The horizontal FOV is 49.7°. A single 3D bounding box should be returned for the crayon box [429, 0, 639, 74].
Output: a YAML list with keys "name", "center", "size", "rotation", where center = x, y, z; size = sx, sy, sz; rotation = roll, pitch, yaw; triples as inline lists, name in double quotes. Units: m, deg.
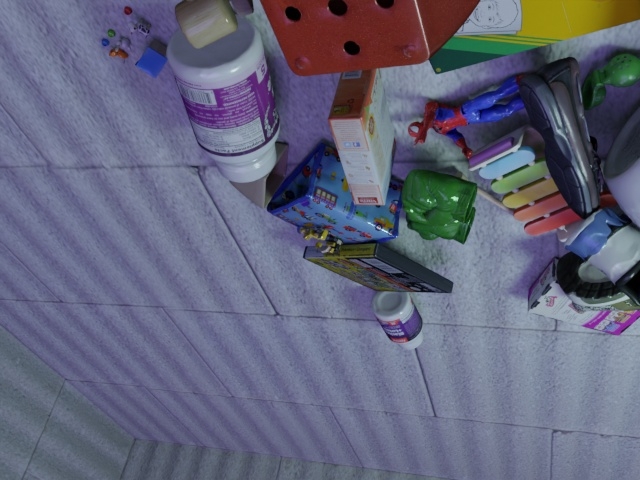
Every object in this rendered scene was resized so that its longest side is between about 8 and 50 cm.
- name: "crayon box"
  center: [0.244, -0.429, 0.943]
  size: [0.313, 0.106, 0.363]
  rotation: [-9, 139, 30]

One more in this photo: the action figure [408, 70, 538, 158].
- name: "action figure"
  center: [0.275, -0.207, 1.229]
  size: [0.280, 0.139, 0.091]
  rotation: [-10, 137, 35]

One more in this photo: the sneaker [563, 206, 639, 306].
- name: "sneaker"
  center: [0.589, 0.033, 1.275]
  size: [0.315, 0.182, 0.127]
  rotation: [-10, 145, -45]

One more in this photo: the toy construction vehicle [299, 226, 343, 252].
- name: "toy construction vehicle"
  center: [0.000, 0.000, 1.536]
  size: [0.085, 0.035, 0.098]
  rotation: [28, 165, -36]

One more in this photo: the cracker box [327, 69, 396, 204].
- name: "cracker box"
  center: [0.083, -0.197, 1.288]
  size: [0.067, 0.156, 0.232]
  rotation: [1, 143, 19]

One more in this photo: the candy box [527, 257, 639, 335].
- name: "candy box"
  center: [0.630, 0.135, 1.634]
  size: [0.233, 0.071, 0.159]
  rotation: [14, 146, -1]

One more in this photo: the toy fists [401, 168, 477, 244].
- name: "toy fists"
  center: [0.238, -0.064, 1.423]
  size: [0.142, 0.096, 0.279]
  rotation: [21, 170, 16]

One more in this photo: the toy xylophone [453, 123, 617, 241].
- name: "toy xylophone"
  center: [0.410, -0.102, 1.359]
  size: [0.322, 0.081, 0.236]
  rotation: [26, 145, -22]

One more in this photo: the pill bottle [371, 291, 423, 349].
- name: "pill bottle"
  center: [0.215, 0.213, 1.863]
  size: [0.108, 0.108, 0.193]
  rotation: [-4, 141, 25]

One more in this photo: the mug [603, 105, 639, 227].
- name: "mug"
  center: [0.673, -0.130, 1.103]
  size: [0.328, 0.276, 0.374]
  rotation: [27, 119, -2]

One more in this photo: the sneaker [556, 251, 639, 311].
- name: "sneaker"
  center: [0.713, 0.083, 1.462]
  size: [0.410, 0.158, 0.182]
  rotation: [-4, 151, 17]

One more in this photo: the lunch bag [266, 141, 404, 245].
- name: "lunch bag"
  center: [0.018, -0.062, 1.548]
  size: [0.220, 0.138, 0.293]
  rotation: [24, 154, -19]

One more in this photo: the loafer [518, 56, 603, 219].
- name: "loafer"
  center: [0.430, -0.166, 1.162]
  size: [0.095, 0.109, 0.303]
  rotation: [-33, 122, 2]

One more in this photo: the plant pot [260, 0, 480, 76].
- name: "plant pot"
  center: [0.049, -0.348, 0.832]
  size: [0.267, 0.236, 0.267]
  rotation: [0, 142, 24]

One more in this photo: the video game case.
- name: "video game case"
  center: [0.137, 0.069, 1.654]
  size: [0.274, 0.035, 0.248]
  rotation: [25, 161, -37]

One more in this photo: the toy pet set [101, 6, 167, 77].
- name: "toy pet set"
  center: [-0.353, -0.355, 1.304]
  size: [0.114, 0.065, 0.122]
  rotation: [32, 142, -24]

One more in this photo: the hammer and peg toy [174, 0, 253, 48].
- name: "hammer and peg toy"
  center: [-0.146, -0.430, 0.877]
  size: [0.127, 0.361, 0.266]
  rotation: [-18, 137, 9]

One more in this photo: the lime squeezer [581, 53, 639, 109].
- name: "lime squeezer"
  center: [0.490, -0.259, 1.161]
  size: [0.109, 0.059, 0.310]
  rotation: [-2, 159, -39]

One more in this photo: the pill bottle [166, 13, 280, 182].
- name: "pill bottle"
  center: [-0.166, -0.252, 1.292]
  size: [0.169, 0.169, 0.302]
  rotation: [6, 145, 12]

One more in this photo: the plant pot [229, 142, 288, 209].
- name: "plant pot"
  center: [-0.138, -0.153, 1.486]
  size: [0.096, 0.109, 0.109]
  rotation: [23, 147, 9]
